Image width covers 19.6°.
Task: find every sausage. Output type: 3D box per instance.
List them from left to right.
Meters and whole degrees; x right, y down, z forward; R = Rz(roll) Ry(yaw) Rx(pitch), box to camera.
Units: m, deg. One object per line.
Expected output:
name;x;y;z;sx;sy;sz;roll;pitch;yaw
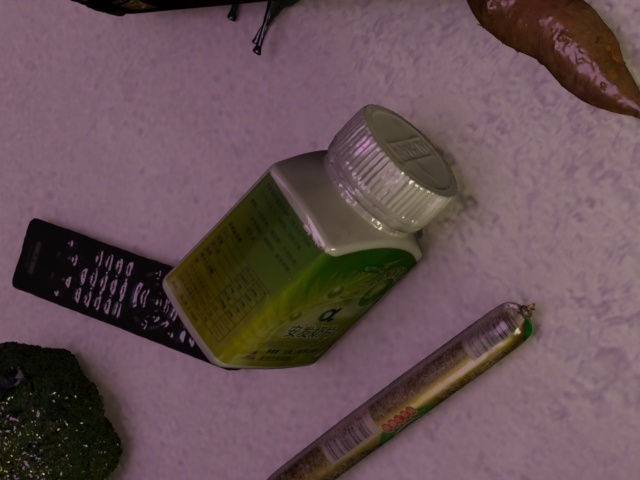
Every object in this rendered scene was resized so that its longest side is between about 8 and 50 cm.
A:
sausage;0.050;0.119;1.301;0.269;0.033;0.033;-39;67;27

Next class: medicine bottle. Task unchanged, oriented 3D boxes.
medicine bottle;0.000;0.000;1.282;0.188;0.132;0.088;-45;64;24

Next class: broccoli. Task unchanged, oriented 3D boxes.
broccoli;-0.234;0.155;1.439;0.162;0.146;0.138;57;157;37

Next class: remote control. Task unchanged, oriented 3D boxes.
remote control;-0.146;0.040;1.446;0.245;0.025;0.063;19;97;34

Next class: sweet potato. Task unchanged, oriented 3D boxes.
sweet potato;0.144;-0.150;1.240;0.065;0.051;0.218;-46;63;21

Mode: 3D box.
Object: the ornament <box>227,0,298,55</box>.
ornament;-0.030;-0.205;1.378;0.073;0.028;0.125;49;115;26

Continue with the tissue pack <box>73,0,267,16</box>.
tissue pack;-0.070;-0.275;1.272;0.370;0.198;0.210;3;89;40
